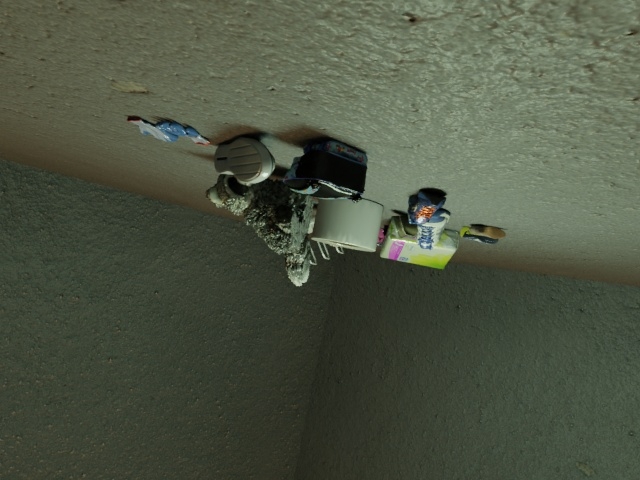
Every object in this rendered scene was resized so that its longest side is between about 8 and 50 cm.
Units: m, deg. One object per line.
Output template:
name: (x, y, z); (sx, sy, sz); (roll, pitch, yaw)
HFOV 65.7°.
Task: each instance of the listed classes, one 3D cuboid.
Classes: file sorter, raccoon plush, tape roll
file sorter: (0.000, 0.000, 2.142); (0.278, 0.173, 0.193); (-23, 171, 7)
raccoon plush: (-0.199, -0.041, 1.601); (0.300, 0.446, 0.216); (11, -151, 15)
tape roll: (0.099, -0.064, 1.829); (0.246, 0.169, 0.246); (12, 177, 1)

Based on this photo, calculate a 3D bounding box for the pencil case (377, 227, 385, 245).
pencil case: (0.258, -0.023, 2.566); (0.098, 0.095, 0.209); (-2, -178, -18)

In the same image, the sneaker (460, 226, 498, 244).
sneaker: (0.608, -0.019, 1.879); (0.144, 0.053, 0.059); (19, -179, 38)

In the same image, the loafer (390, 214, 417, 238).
loafer: (0.346, -0.060, 1.907); (0.088, 0.094, 0.251); (-19, 171, 28)

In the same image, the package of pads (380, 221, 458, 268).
package of pads: (0.424, 0.018, 2.140); (0.297, 0.101, 0.229); (10, 155, 1)

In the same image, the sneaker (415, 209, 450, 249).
sneaker: (0.385, -0.034, 1.723); (0.112, 0.130, 0.296); (12, 175, 18)

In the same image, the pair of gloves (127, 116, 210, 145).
pair of gloves: (-0.391, -0.277, 1.266); (0.198, 0.023, 0.159); (9, 175, 24)

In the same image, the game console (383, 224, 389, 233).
game console: (0.426, -0.017, 2.478); (0.213, 0.043, 0.361); (11, 174, 11)

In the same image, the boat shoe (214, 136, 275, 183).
boat shoe: (-0.179, -0.206, 1.253); (0.094, 0.109, 0.302); (-4, -166, -30)

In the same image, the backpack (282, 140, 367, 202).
backpack: (0.004, -0.156, 1.149); (0.158, 0.116, 0.173); (14, 175, -35)

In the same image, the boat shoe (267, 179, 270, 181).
boat shoe: (-0.260, -0.154, 1.851); (0.133, 0.130, 0.355); (12, 176, -4)

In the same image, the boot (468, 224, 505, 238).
boot: (0.601, -0.034, 1.804); (0.119, 0.042, 0.087); (13, -178, -2)

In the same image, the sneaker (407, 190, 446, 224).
sneaker: (0.307, -0.090, 1.448); (0.083, 0.087, 0.221); (11, 176, -1)
